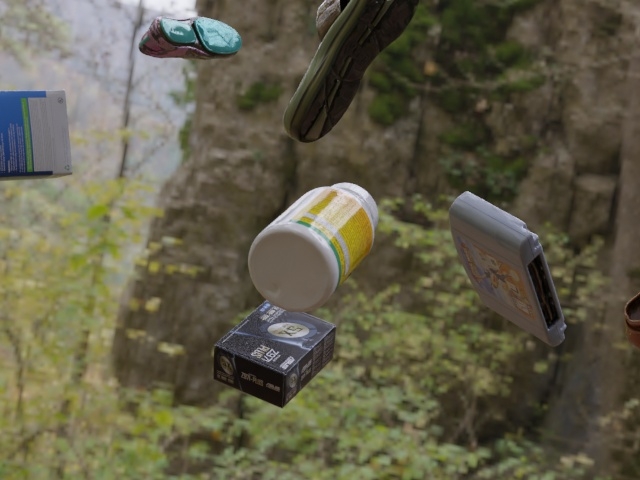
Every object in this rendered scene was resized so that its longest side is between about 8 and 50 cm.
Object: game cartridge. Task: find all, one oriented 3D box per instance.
[{"bbox_3d":[0.326,0.050,2.205,0.198,0.062,0.297,28,-24,41],"label":"game cartridge"}]

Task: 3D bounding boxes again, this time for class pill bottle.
[{"bbox_3d":[0.000,0.000,1.592,0.117,0.118,0.208,11,25,18],"label":"pill bottle"}]

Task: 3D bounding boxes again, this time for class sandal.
[{"bbox_3d":[0.030,-0.265,1.557,0.086,0.303,0.120,31,-7,29],"label":"sandal"}]

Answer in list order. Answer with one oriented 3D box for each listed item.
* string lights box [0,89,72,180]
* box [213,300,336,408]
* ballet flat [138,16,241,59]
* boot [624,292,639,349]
[{"bbox_3d":[-0.511,-0.155,1.870,0.259,0.133,0.076,-5,0,-34],"label":"string lights box"},{"bbox_3d":[-0.080,0.197,2.202,0.147,0.078,0.180,20,35,24],"label":"box"},{"bbox_3d":[-0.226,-0.334,2.100,0.079,0.077,0.221,-26,-9,32],"label":"ballet flat"},{"bbox_3d":[0.454,0.071,1.481,0.073,0.197,0.152,61,9,30],"label":"boot"}]
